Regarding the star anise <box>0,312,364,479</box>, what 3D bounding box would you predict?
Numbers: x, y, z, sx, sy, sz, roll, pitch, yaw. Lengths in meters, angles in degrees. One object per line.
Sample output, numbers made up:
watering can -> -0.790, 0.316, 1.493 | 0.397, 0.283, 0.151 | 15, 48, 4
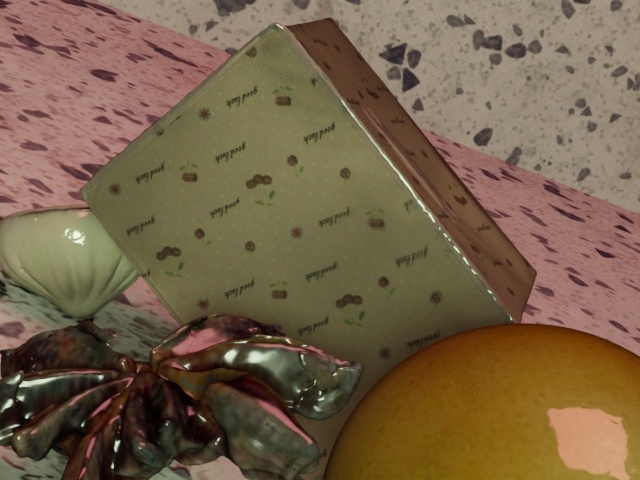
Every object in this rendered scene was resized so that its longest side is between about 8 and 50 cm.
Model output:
star anise -> -0.110, 0.116, 0.829 | 0.283, 0.129, 0.212 | -14, 13, -8

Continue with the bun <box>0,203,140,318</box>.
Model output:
bun -> -0.211, 0.020, 1.087 | 0.138, 0.094, 0.138 | -2, -5, 0

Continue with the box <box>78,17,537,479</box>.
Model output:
box -> 0.000, 0.000, 1.028 | 0.297, 0.225, 0.190 | 52, 19, 1

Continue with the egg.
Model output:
egg -> 0.121, 0.176, 0.767 | 0.250, 0.250, 0.322 | 23, -8, -4
